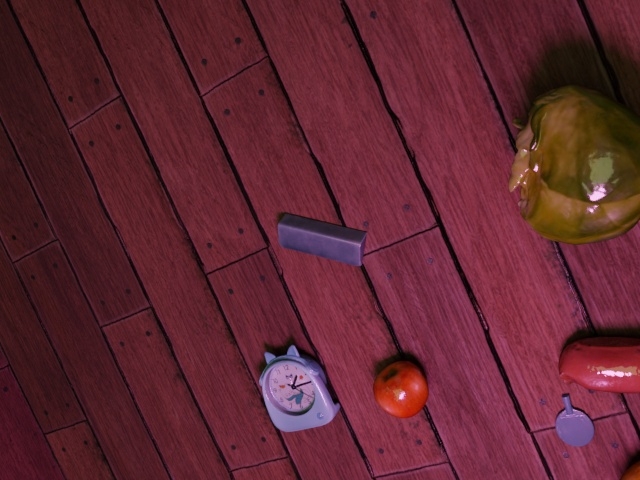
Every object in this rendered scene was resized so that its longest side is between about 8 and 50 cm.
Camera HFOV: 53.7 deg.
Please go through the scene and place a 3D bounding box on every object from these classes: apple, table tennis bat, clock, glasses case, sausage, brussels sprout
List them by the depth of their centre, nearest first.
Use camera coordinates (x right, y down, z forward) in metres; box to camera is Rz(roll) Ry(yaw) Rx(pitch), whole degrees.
[{"bbox_3d":[0.620,-0.178,1.474,0.315,0.276,0.371,-9,93,38],"label":"brussels sprout"},{"bbox_3d":[0.739,0.318,1.610,0.255,0.148,0.148,-1,102,24],"label":"sausage"},{"bbox_3d":[0.693,0.496,1.740,0.100,0.019,0.155,-16,98,26],"label":"table tennis bat"},{"bbox_3d":[0.237,0.436,1.843,0.163,0.163,0.139,-28,104,26],"label":"apple"},{"bbox_3d":[0.000,0.000,1.889,0.266,0.056,0.105,14,107,20],"label":"glasses case"},{"bbox_3d":[-0.077,0.464,2.017,0.224,0.094,0.274,-17,94,25],"label":"clock"}]

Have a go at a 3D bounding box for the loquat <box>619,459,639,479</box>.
[{"bbox_3d":[0.892,0.652,1.566,0.275,0.275,0.274,6,105,22],"label":"loquat"}]
